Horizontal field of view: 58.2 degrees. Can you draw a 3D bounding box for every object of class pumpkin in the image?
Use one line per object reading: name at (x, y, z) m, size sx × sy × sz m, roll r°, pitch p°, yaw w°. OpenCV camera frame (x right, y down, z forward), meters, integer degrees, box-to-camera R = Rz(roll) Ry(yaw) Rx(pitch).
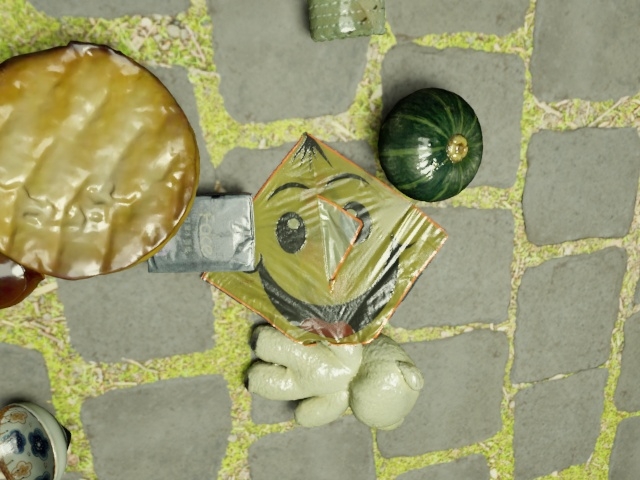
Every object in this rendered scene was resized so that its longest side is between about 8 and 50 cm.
pumpkin at (0.161, -0.140, 0.845) m, size 0.167 × 0.125 × 0.167 m, roll -16°, pitch 121°, yaw -28°

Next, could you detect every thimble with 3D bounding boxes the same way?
thimble at (0.038, -0.308, 0.785) m, size 0.109 × 0.084 × 0.062 m, roll -9°, pitch 108°, yaw -9°

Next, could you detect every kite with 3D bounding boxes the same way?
kite at (0.000, 0.000, 0.860) m, size 0.377 × 0.013 × 0.328 m, roll -7°, pitch 92°, yaw 6°

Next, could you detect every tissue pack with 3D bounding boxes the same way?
tissue pack at (-0.172, -0.013, 0.828) m, size 0.156 × 0.051 × 0.113 m, roll -2°, pitch 103°, yaw -4°

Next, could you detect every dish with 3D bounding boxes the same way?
dish at (-0.412, 0.300, 0.863) m, size 0.141 × 0.078 × 0.141 m, roll 4°, pitch 99°, yaw 27°

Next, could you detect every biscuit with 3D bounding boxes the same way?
biscuit at (-0.303, -0.097, 0.732) m, size 0.296 × 0.102 × 0.297 m, roll 1°, pitch 85°, yaw -14°

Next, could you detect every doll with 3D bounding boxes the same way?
doll at (0.019, 0.205, 0.931) m, size 0.277 × 0.149 × 0.175 m, roll 12°, pitch 136°, yaw 0°

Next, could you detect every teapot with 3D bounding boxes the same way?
teapot at (-0.439, 0.050, 0.774) m, size 0.129 × 0.078 × 0.098 m, roll -10°, pitch 109°, yaw -11°
